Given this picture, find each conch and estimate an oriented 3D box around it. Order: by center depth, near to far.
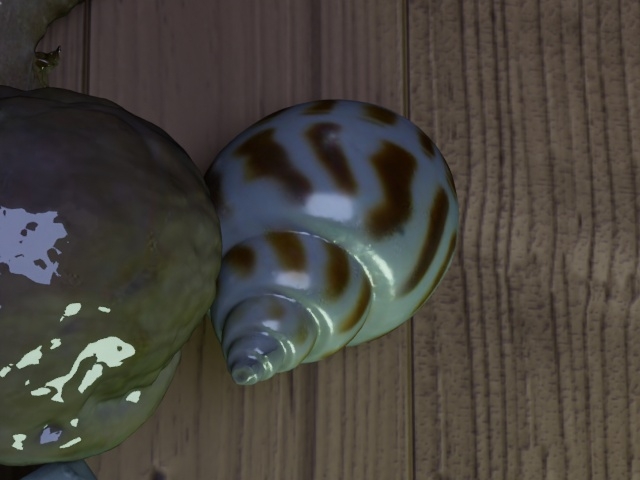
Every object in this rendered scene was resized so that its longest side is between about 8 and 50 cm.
[{"bbox_3d":[0.000,0.000,1.277,0.183,0.149,0.275,39,65,-7],"label":"conch"}]

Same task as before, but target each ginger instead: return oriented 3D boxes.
[{"bbox_3d":[-0.224,-0.149,1.255,0.137,0.074,0.213,32,73,-22],"label":"ginger"}]

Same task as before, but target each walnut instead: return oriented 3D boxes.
[{"bbox_3d":[-0.182,0.020,1.141,0.248,0.248,0.248,5,77,-22],"label":"walnut"}]

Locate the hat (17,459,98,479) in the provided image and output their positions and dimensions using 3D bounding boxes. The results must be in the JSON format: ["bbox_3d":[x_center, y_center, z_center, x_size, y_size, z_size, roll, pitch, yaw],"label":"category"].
[{"bbox_3d":[-0.152,0.302,1.141,0.301,0.168,0.258,48,67,-7],"label":"hat"}]
